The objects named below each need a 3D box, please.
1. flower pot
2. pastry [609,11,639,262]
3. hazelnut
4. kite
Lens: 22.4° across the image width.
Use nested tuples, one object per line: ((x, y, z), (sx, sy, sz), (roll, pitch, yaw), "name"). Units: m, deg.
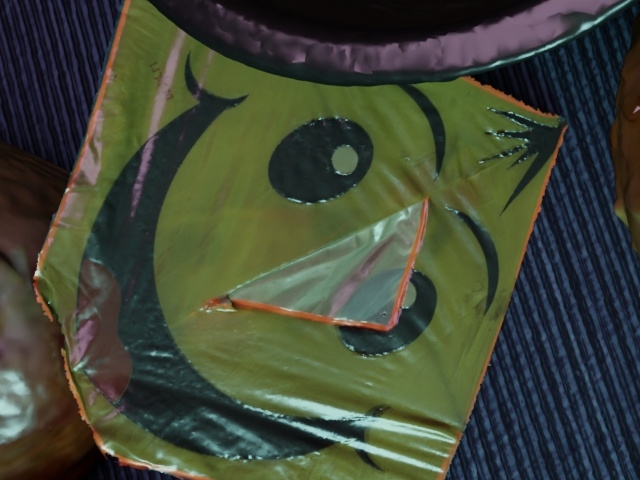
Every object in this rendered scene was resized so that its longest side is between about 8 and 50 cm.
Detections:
((0.085, -0.248, 0.843), (0.379, 0.251, 0.379), (-2, 85, 21), "flower pot")
((0.284, -0.035, 0.783), (0.284, 0.184, 0.315), (1, 60, 9), "pastry")
((-0.217, 0.038, 0.982), (0.241, 0.261, 0.261), (-40, 73, -11), "hazelnut")
((0.001, 0.000, 0.913), (0.327, 0.013, 0.377), (-25, 104, -11), "kite")
